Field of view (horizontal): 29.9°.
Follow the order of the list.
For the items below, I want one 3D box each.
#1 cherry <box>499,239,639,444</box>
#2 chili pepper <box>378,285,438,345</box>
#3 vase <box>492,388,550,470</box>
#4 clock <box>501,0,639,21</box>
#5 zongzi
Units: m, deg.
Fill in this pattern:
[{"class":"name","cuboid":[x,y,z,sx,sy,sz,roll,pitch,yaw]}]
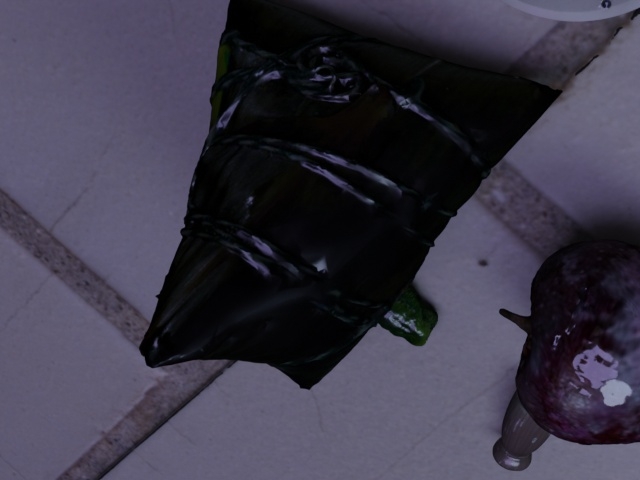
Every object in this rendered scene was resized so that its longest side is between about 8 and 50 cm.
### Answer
[{"class":"cherry","cuboid":[0.270,0.092,1.090,0.195,0.195,0.195,12,125,18]},{"class":"chili pepper","cuboid":[0.034,0.059,1.256,0.182,0.050,0.073,15,133,19]},{"class":"vase","cuboid":[0.215,0.197,1.260,0.053,0.053,0.100,24,132,10]},{"class":"clock","cuboid":[0.201,-0.288,0.931,0.230,0.083,0.230,11,123,17]},{"class":"zongzi","cuboid":[0.000,0.000,1.137,0.319,0.383,0.362,25,167,19]}]
